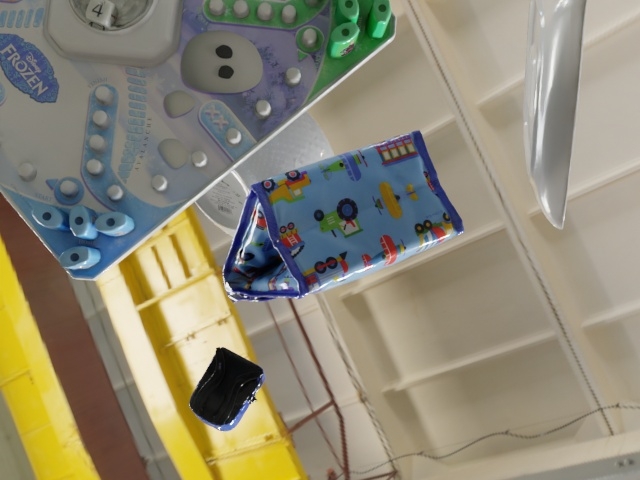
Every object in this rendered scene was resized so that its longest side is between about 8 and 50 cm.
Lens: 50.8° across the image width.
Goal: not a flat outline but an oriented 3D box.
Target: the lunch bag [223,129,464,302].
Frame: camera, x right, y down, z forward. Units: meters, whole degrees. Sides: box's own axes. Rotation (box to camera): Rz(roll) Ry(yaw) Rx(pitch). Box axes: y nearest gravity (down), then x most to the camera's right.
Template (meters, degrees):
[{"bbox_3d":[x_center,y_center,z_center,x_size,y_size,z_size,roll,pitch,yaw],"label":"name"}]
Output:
[{"bbox_3d":[0.000,0.000,0.863,0.138,0.221,0.293,67,-23,6],"label":"lunch bag"}]

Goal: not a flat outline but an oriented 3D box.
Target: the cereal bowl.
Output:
[{"bbox_3d":[-0.141,-0.122,1.247,0.339,0.141,0.339,21,-46,24],"label":"cereal bowl"}]

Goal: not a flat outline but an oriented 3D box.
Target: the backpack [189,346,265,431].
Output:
[{"bbox_3d":[-0.156,0.261,1.140,0.098,0.120,0.101,24,-26,14],"label":"backpack"}]

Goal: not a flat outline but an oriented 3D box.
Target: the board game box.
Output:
[{"bbox_3d":[-0.191,-0.230,0.617,0.390,0.050,0.390,-40,-92,-5],"label":"board game box"}]

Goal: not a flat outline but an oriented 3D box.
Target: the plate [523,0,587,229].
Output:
[{"bbox_3d":[0.279,-0.196,0.827,0.045,0.278,0.277,2,-58,13],"label":"plate"}]
